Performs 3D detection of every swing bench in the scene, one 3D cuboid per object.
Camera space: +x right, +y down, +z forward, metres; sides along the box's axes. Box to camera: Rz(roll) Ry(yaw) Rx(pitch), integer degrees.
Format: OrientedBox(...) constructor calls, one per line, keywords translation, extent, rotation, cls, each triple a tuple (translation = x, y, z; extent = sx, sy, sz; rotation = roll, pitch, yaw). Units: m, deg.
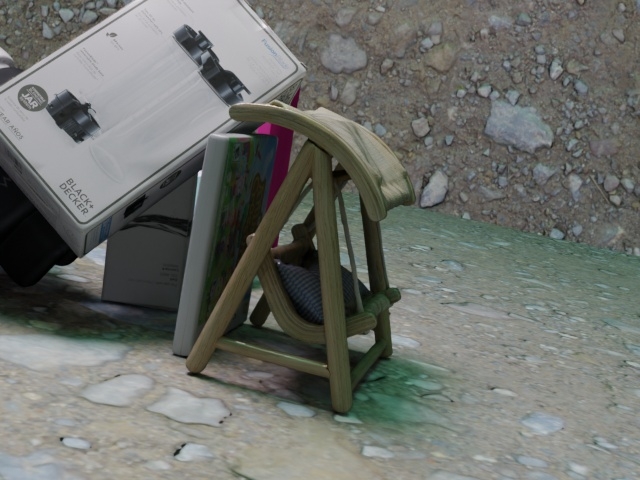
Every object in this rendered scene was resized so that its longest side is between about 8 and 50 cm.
OrientedBox(translation=(0.000, 0.000, 1.006), extent=(0.165, 0.254, 0.253), rotation=(13, 9, 10), cls="swing bench")

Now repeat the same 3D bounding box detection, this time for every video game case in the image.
OrientedBox(translation=(-0.092, -0.004, 1.046), extent=(0.023, 0.212, 0.193), rotation=(12, 8, 10), cls="video game case")

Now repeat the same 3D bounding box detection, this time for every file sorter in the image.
OrientedBox(translation=(-0.150, -0.119, 1.513), extent=(0.182, 0.290, 0.202), rotation=(9, 8, 6), cls="file sorter")

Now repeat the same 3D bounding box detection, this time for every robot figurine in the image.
OrientedBox(translation=(-0.355, -0.091, 1.109), extent=(0.278, 0.174, 0.209), rotation=(53, 0, 0), cls="robot figurine")

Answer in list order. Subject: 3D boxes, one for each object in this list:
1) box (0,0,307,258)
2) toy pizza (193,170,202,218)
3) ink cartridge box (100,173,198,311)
OrientedBox(translation=(-0.176, -0.137, 1.033), extent=(0.169, 0.290, 0.087), rotation=(48, -22, 5), cls="box")
OrientedBox(translation=(-0.173, -0.017, 1.352), extent=(0.201, 0.032, 0.201), rotation=(7, 49, -8), cls="toy pizza")
OrientedBox(translation=(-0.191, -0.044, 1.180), extent=(0.093, 0.219, 0.160), rotation=(7, 8, -8), cls="ink cartridge box")
